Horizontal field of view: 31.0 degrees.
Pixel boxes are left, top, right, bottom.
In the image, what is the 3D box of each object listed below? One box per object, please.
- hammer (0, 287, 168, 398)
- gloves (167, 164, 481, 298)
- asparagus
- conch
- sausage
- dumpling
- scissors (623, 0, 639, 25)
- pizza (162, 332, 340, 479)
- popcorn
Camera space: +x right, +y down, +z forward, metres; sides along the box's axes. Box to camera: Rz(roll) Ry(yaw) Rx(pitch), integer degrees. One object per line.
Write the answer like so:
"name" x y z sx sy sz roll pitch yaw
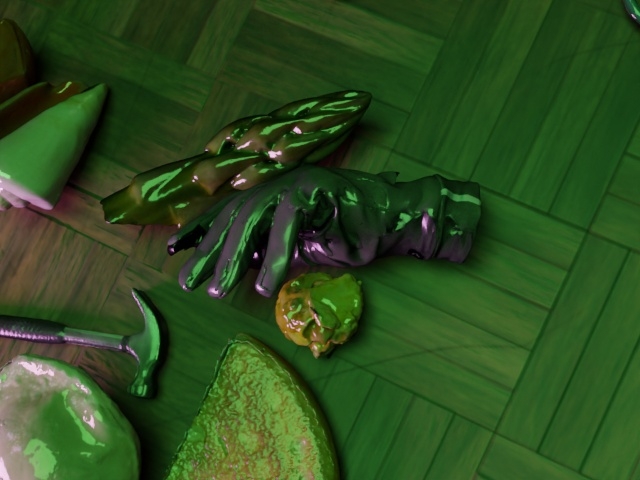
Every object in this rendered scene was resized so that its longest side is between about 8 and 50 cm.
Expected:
"hammer" -0.267 0.086 1.146 0.247 0.029 0.103 8 81 17
"gloves" 0.004 -0.010 1.047 0.286 0.142 0.119 -11 72 -6
"asparagus" -0.075 -0.073 1.105 0.287 0.080 0.080 -27 73 16
"conch" -0.286 -0.100 1.154 0.104 0.094 0.176 25 83 37
"sausage" -0.360 -0.145 1.187 0.179 0.089 0.089 -46 72 8
"dumpling" -0.231 0.196 1.073 0.136 0.118 0.199 -15 97 13
"scissors" 0.316 -0.330 1.073 0.138 0.041 0.289 -19 79 9
"pizza" -0.069 0.200 1.067 0.176 0.036 0.184 -44 74 4
"popcorn" 0.002 0.075 1.068 0.084 0.084 0.084 -3 78 14
